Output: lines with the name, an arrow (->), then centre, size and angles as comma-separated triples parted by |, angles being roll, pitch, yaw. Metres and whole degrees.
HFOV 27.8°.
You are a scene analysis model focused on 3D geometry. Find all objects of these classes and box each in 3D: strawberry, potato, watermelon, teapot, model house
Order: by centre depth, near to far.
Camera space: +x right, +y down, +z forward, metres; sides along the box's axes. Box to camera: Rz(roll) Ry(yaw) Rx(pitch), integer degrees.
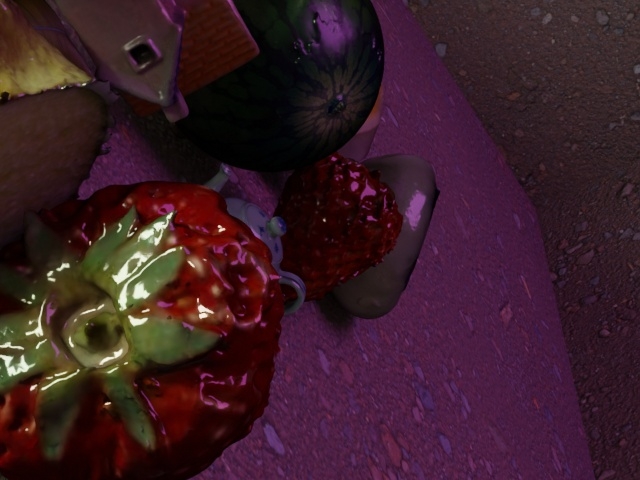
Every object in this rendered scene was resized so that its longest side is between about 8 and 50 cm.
potato -> -0.357, -0.133, 1.136 | 0.301, 0.288, 0.237 | -20, 64, -47
strawberry -> -0.171, 0.118, 1.235 | 0.295, 0.317, 0.345 | 39, -10, 26
model house -> -0.195, -0.280, 1.603 | 0.237, 0.202, 0.237 | 62, 2, -22
teapot -> -0.107, 0.011, 1.728 | 0.232, 0.159, 0.159 | 56, 20, -21
watermelon -> -0.074, -0.268, 1.862 | 0.363, 0.363, 0.363 | 52, 22, -31
strawberry -> 0.000, 0.000, 1.934 | 0.244, 0.205, 0.205 | -50, 122, -22

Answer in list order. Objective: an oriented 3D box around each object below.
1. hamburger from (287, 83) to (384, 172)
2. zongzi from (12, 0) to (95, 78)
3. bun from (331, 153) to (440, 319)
hamburger -> -0.006, -0.227, 2.200 | 0.295, 0.227, 0.151 | -82, 170, -64
zongzi -> -0.368, -0.247, 1.436 | 0.228, 0.115, 0.256 | 19, 41, -60
bun -> 0.072, -0.020, 2.168 | 0.187, 0.293, 0.293 | 23, 26, -4
